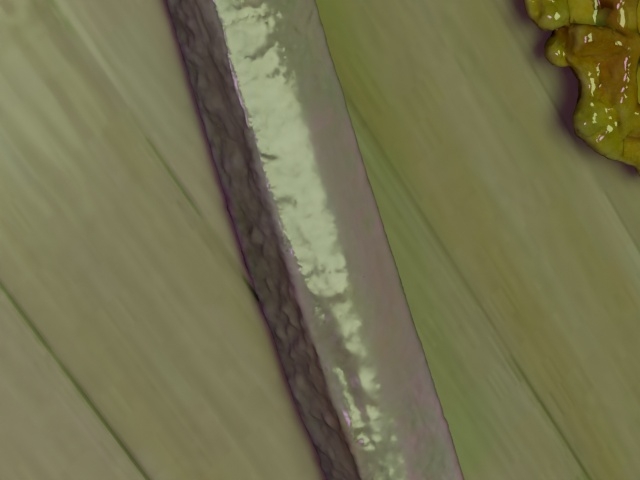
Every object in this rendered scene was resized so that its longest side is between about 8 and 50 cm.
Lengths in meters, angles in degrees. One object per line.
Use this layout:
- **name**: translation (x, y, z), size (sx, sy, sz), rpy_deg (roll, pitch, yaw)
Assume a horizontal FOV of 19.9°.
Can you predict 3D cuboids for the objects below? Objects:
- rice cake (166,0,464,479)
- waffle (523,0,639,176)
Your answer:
- **rice cake**: translation (0.000, 0.000, 0.994), size (0.070, 0.064, 0.399), rpy_deg (-27, 108, -28)
- **waffle**: translation (0.259, -0.159, 1.114), size (0.300, 0.058, 0.282), rpy_deg (27, 84, -27)
